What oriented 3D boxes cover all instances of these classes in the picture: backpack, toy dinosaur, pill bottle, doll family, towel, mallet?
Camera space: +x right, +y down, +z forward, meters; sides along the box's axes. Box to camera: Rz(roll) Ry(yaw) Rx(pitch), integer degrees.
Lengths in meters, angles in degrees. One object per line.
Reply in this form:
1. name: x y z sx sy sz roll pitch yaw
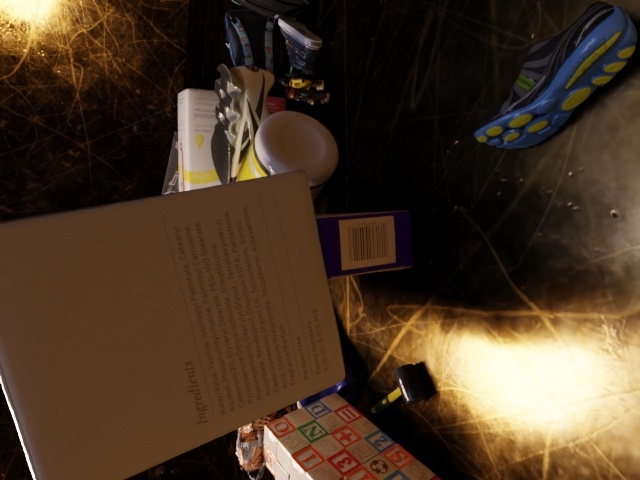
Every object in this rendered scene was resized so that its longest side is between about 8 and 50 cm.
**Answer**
1. backpack: -0.131 -0.635 1.012 0.166 0.189 0.144 21 111 62
2. toy dinosaur: -0.108 0.380 0.925 0.165 0.322 0.218 -2 117 25
3. backpack: -0.191 -0.561 1.191 0.117 0.159 0.173 -140 41 -66
4. pill bottle: -0.104 -0.135 1.006 0.334 0.188 0.187 -48 51 54
5. doll family: -0.063 -0.366 0.987 0.193 0.112 0.075 26 116 61
6. towel: -0.015 0.282 1.007 0.308 0.077 0.227 58 138 42
7. mallet: 0.134 0.293 0.750 0.189 0.039 0.062 109 150 -43

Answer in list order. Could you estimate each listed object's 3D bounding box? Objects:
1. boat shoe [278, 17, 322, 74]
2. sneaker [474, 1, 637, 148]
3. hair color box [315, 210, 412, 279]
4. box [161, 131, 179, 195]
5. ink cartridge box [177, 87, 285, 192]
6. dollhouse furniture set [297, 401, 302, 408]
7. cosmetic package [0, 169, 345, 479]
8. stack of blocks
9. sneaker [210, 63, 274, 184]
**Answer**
1. boat shoe: -0.062 -0.482 1.020 0.183 0.065 0.083 56 140 38
2. sneaker: 0.248 -0.170 0.458 0.188 0.067 0.078 128 154 -55
3. hair color box: 0.000 0.000 0.814 0.339 0.186 0.109 8 103 63
4. box: -0.461 -0.234 1.576 0.077 0.243 0.306 149 130 -61
5. ink cartridge box: -0.259 -0.224 1.210 0.160 0.280 0.383 26 116 59
6. dollhouse furniture set: -0.057 0.460 1.087 0.114 0.081 0.090 -21 74 62
7. cosmetic package: -0.228 0.091 0.642 0.330 0.394 0.326 8 111 62
8. stack of blocks: 0.053 0.400 0.700 0.297 0.171 0.087 22 114 48
9. sneaker: -0.181 -0.263 1.017 0.122 0.147 0.330 54 142 27
